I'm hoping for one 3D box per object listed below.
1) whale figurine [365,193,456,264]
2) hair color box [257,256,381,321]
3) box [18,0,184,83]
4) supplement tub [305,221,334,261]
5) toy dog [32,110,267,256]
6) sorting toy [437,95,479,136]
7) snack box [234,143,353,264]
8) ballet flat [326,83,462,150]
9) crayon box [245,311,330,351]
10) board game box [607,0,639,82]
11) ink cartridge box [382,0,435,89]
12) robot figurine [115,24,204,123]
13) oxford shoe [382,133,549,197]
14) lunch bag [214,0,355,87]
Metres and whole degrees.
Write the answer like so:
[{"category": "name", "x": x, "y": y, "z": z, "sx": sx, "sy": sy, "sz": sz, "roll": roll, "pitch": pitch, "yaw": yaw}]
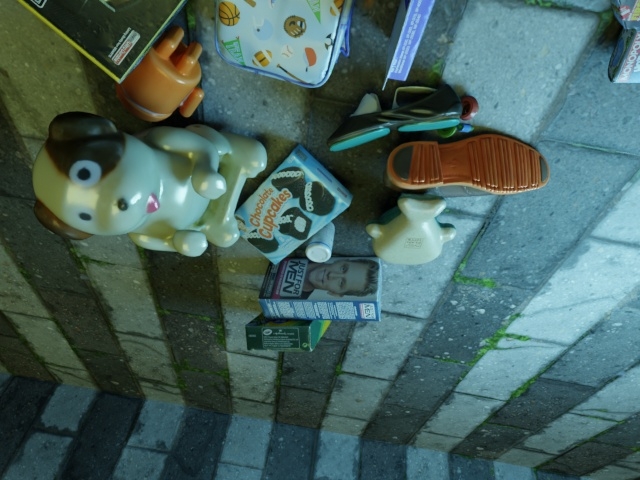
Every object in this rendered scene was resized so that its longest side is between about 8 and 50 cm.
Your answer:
[{"category": "whale figurine", "x": 0.219, "y": -0.046, "z": 1.011, "sx": 0.216, "sy": 0.141, "sz": 0.272, "roll": 3, "pitch": 151, "yaw": 3}, {"category": "hair color box", "x": 0.006, "y": 0.142, "z": 1.249, "sx": 0.347, "sy": 0.174, "sz": 0.105, "roll": -1, "pitch": 133, "yaw": 11}, {"category": "box", "x": -0.309, "y": -0.433, "z": 0.596, "sx": 0.322, "sy": 0.079, "sz": 0.257, "roll": -31, "pitch": 123, "yaw": 30}, {"category": "supplement tub", "x": 0.000, "y": 0.000, "z": 1.148, "sx": 0.071, "sy": 0.107, "sz": 0.071, "roll": 5, "pitch": 136, "yaw": 5}, {"category": "toy dog", "x": -0.350, "y": -0.136, "z": 0.843, "sx": 0.395, "sy": 0.408, "sz": 0.284, "roll": 36, "pitch": 109, "yaw": 7}, {"category": "sorting toy", "x": 0.295, "y": -0.253, "z": 0.873, "sx": 0.042, "sy": 0.061, "sz": 0.102, "roll": -5, "pitch": 157, "yaw": -36}, {"category": "snack box", "x": -0.090, "y": -0.080, "z": 1.091, "sx": 0.187, "sy": 0.060, "sz": 0.322, "roll": 42, "pitch": 130, "yaw": -13}, {"category": "ballet flat", "x": 0.144, "y": -0.259, "z": 0.863, "sx": 0.280, "sy": 0.095, "sz": 0.096, "roll": -10, "pitch": 90, "yaw": 8}, {"category": "crayon box", "x": -0.089, "y": 0.266, "z": 1.368, "sx": 0.203, "sy": 0.323, "sz": 0.083, "roll": -3, "pitch": 95, "yaw": 13}, {"category": "board game box", "x": 0.564, "y": -0.365, "z": 0.689, "sx": 0.194, "sy": 0.060, "sz": 0.194, "roll": 4, "pitch": 137, "yaw": 9}, {"category": "ink cartridge box", "x": 0.150, "y": -0.370, "z": 0.654, "sx": 0.045, "sy": 0.208, "sz": 0.206, "roll": 15, "pitch": 137, "yaw": -1}, {"category": "robot figurine", "x": -0.332, "y": -0.331, "z": 0.849, "sx": 0.219, "sy": 0.128, "sz": 0.158, "roll": -31, "pitch": 167, "yaw": 35}, {"category": "oxford shoe", "x": 0.320, "y": -0.156, "z": 0.942, "sx": 0.364, "sy": 0.130, "sz": 0.133, "roll": 3, "pitch": 170, "yaw": -2}, {"category": "lunch bag", "x": -0.052, "y": -0.421, "z": 0.711, "sx": 0.243, "sy": 0.115, "sz": 0.303, "roll": 12, "pitch": 136, "yaw": -6}]
